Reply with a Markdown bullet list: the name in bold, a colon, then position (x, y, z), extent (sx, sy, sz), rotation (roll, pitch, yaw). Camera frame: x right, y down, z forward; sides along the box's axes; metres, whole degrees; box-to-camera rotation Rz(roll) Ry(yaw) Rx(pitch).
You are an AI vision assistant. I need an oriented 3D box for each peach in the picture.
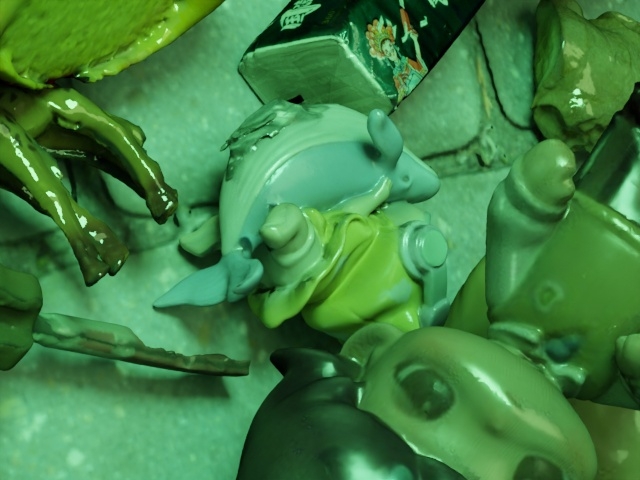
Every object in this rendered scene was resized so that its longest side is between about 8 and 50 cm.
- **peach**: position (-0.148, -0.181, 0.873), extent (0.154, 0.159, 0.267), rotation (42, 35, 15)

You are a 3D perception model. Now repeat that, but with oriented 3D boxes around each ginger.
- **ginger**: position (0.250, -0.116, 1.262), extent (0.213, 0.074, 0.137), rotation (25, 71, -30)

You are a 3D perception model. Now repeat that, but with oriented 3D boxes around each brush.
- **brush**: position (-0.153, 0.050, 0.855), extent (0.301, 0.084, 0.071), rotation (19, 86, -45)

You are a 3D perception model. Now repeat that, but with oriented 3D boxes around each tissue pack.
- **tissue pack**: position (0.036, -0.150, 1.064), extent (0.090, 0.103, 0.170), rotation (54, 49, -24)

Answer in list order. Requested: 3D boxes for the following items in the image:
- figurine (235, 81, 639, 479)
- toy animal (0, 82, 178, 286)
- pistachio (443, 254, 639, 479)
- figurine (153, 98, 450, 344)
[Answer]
- **figurine**: position (0.111, 0.096, 0.864), extent (0.218, 0.365, 0.206), rotation (38, 14, -17)
- **toy animal**: position (-0.200, -0.056, 0.847), extent (0.275, 0.054, 0.149), rotation (25, 43, -23)
- **pistachio**: position (0.160, 0.119, 1.037), extent (0.162, 0.181, 0.293), rotation (2, 85, -45)
- **figurine**: position (0.000, 0.000, 0.977), extent (0.208, 0.128, 0.184), rotation (-31, 101, -34)
